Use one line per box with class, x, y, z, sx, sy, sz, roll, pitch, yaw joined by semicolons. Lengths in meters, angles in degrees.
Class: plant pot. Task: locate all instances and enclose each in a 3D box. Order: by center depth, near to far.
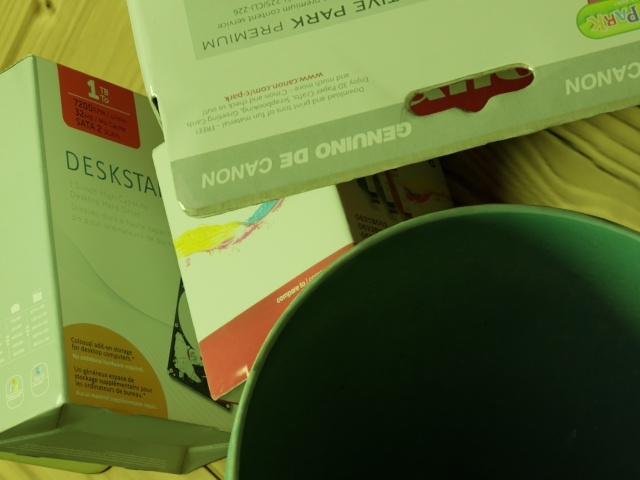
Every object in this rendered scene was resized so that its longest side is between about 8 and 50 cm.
plant pot;0.084;0.154;0.823;0.195;0.290;0.290;115;147;-61

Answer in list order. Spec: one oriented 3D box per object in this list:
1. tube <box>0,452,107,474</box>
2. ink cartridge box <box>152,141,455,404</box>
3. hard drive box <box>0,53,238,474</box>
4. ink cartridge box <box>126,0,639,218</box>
tube;-0.235;0.107;1.108;0.070;0.240;0.062;9;82;42
ink cartridge box;0.000;0.000;1.004;0.127;0.128;0.176;-34;59;30
hard drive box;-0.138;0.021;1.086;0.089;0.181;0.232;-26;63;34
ink cartridge box;0.057;-0.140;0.895;0.309;0.130;0.272;-14;65;3
